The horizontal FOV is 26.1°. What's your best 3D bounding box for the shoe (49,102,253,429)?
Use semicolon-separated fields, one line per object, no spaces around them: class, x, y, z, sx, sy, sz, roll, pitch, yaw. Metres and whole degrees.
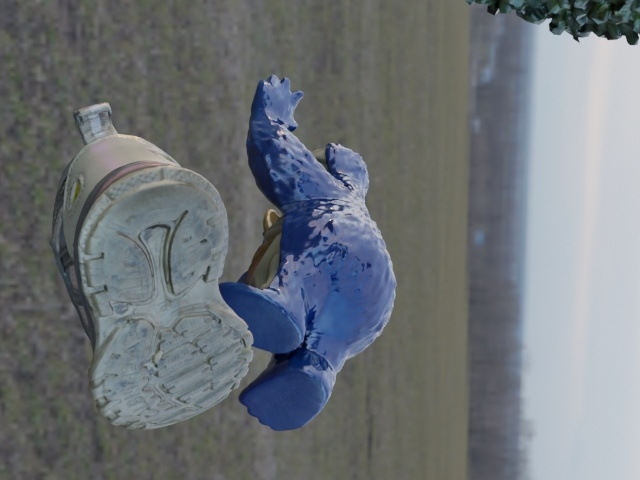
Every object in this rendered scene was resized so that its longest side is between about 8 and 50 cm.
shoe;-0.095;0.016;0.704;0.092;0.089;0.180;53;-22;40

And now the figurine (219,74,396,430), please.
figurine;0.000;0.009;1.011;0.164;0.120;0.262;78;17;-48

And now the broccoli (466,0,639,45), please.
broccoli;0.188;-0.234;0.614;0.221;0.252;0.361;57;40;-32
